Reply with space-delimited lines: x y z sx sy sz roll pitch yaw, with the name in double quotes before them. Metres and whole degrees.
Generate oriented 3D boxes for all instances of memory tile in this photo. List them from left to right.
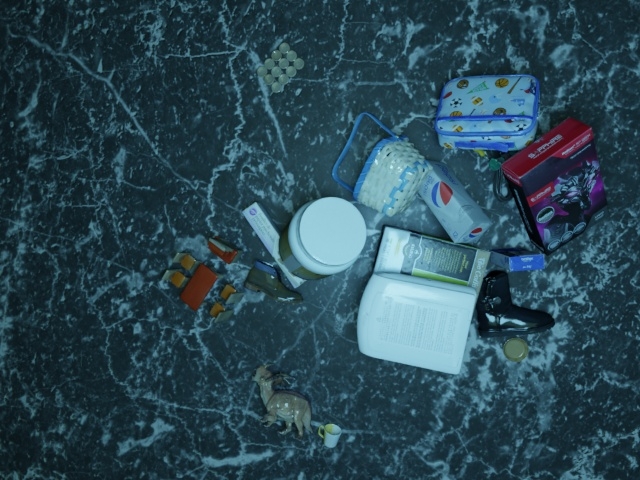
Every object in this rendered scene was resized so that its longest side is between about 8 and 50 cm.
"memory tile" -0.139 -0.596 1.475 0.148 0.012 0.113 -44 88 8

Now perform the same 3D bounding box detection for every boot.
"boot" -0.154 0.144 1.490 0.219 0.082 0.106 17 98 7
"boot" 0.624 0.201 1.402 0.246 0.094 0.207 -10 96 13

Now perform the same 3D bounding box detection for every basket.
"basket" 0.183 -0.228 1.362 0.289 0.201 0.255 41 128 18

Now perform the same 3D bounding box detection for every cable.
"cable" 0.577 -0.272 1.412 0.139 0.072 0.287 -31 103 -12

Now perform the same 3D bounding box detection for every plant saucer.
"plant saucer" 0.661 0.369 1.450 0.083 0.015 0.083 0 94 7

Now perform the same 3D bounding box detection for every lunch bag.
"lunch bag" 0.511 -0.383 1.299 0.303 0.115 0.243 7 66 27

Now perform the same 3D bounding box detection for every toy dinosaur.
"toy dinosaur" -0.115 0.570 1.503 0.295 0.127 0.200 32 60 -13

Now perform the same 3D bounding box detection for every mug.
"mug" 0.035 0.697 1.525 0.062 0.078 0.064 4 105 -26

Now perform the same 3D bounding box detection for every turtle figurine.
"turtle figurine" 0.643 -0.281 1.329 0.234 0.118 0.175 -44 62 -10

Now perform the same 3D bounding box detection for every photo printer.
"photo printer" 0.260 0.228 1.218 0.307 0.107 0.256 10 97 6

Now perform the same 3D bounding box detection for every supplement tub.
"supplement tub" 0.000 0.000 1.322 0.228 0.316 0.228 2 80 -14

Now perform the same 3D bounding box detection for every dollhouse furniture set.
"dollhouse furniture set" -0.388 0.116 1.461 0.262 0.135 0.259 35 97 14

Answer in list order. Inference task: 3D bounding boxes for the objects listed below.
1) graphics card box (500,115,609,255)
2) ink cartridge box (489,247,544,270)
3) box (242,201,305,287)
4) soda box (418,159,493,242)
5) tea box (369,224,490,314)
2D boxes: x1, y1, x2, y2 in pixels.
"graphics card box" 0.707 -0.147 1.276 0.232 0.094 0.371 -36 127 6
"ink cartridge box" 0.609 0.057 1.338 0.097 0.207 0.046 -5 94 6
"box" -0.151 0.015 1.490 0.063 0.067 0.324 -35 90 7
"soda box" 0.397 -0.124 1.320 0.091 0.098 0.286 -59 42 39
"tea box" 0.318 0.144 1.369 0.323 0.220 0.329 15 96 6
